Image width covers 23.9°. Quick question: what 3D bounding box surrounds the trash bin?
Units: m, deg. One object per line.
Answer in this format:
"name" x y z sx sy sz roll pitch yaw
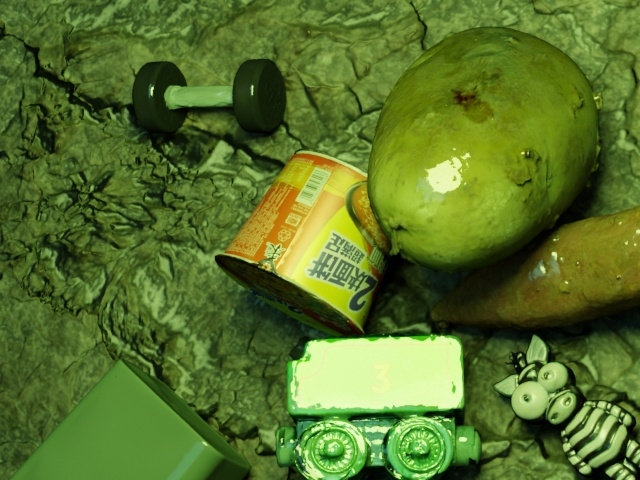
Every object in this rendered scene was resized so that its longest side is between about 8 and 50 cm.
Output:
"trash bin" -0.276 0.347 1.905 0.223 0.158 0.343 38 87 28

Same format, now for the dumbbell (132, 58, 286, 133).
"dumbbell" -0.150 -0.194 2.042 0.191 0.100 0.100 1 75 24

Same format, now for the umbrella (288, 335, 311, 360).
"umbrella" 0.017 0.166 1.895 0.133 0.031 0.036 33 102 28

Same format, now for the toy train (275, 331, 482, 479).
"toy train" 0.066 0.204 1.788 0.243 0.132 0.188 -3 73 5

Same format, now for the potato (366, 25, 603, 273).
"potato" 0.189 -0.099 1.746 0.269 0.219 0.359 -5 31 18

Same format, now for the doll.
"doll" 0.289 0.200 1.740 0.219 0.067 0.091 42 98 30

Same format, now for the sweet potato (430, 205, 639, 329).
"sweet potato" 0.276 0.043 1.770 0.336 0.131 0.131 -16 67 37

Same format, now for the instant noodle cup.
"instant noodle cup" 0.000 0.000 1.864 0.213 0.213 0.174 22 77 28
